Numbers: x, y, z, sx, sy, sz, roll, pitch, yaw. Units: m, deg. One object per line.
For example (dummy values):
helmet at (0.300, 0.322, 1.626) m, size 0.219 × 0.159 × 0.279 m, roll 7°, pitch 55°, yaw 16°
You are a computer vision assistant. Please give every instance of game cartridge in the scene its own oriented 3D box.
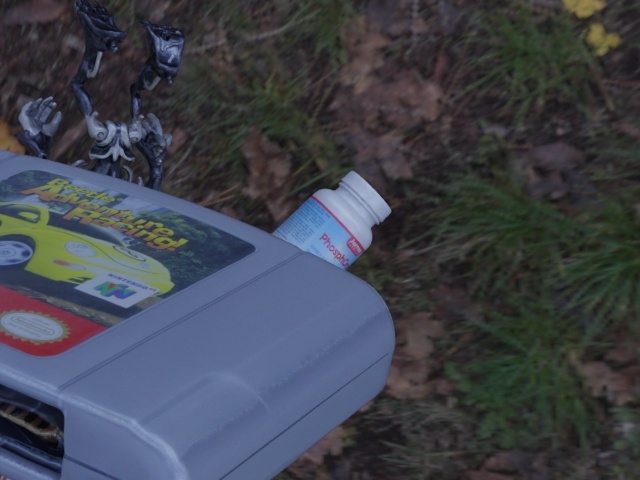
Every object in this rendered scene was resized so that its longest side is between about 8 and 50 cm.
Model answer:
game cartridge at (-0.126, 0.026, 0.675) m, size 0.294 × 0.196 × 0.060 m, roll 18°, pitch 112°, yaw 25°

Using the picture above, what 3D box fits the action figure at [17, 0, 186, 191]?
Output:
action figure at (-0.226, -0.105, 1.563) m, size 0.164 × 0.141 × 0.275 m, roll 9°, pitch 116°, yaw -22°

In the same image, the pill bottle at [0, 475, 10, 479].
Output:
pill bottle at (-0.266, 0.303, 1.595) m, size 0.210 × 0.210 × 0.363 m, roll 24°, pitch 100°, yaw -12°

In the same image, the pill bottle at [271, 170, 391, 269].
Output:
pill bottle at (0.000, 0.000, 1.675) m, size 0.160 × 0.087 × 0.087 m, roll -44°, pitch 96°, yaw -3°
